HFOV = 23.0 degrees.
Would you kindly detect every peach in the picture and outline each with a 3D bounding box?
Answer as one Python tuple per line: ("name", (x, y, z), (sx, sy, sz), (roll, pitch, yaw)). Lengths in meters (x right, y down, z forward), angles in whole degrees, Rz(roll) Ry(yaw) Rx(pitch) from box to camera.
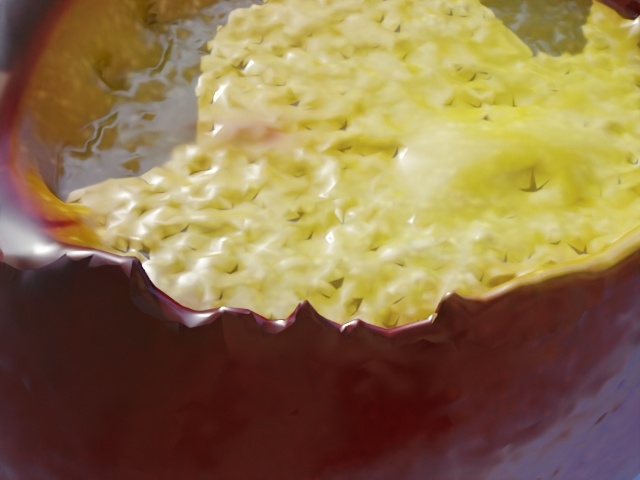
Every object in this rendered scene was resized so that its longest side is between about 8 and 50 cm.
("peach", (0.000, 0.000, 0.403), (0.226, 0.190, 0.196), (-35, -89, 25))
